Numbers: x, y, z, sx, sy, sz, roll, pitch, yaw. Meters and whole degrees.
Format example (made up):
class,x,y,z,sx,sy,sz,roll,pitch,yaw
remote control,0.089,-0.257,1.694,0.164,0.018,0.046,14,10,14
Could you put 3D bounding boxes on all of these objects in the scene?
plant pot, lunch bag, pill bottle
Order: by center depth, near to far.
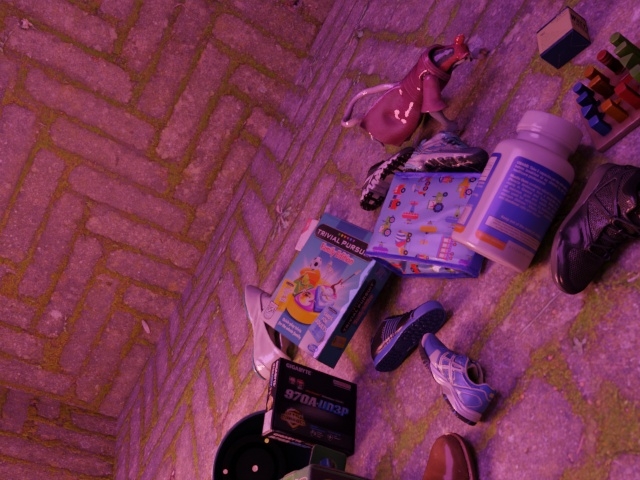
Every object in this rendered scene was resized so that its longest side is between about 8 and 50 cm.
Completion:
class,x,y,z,sx,sy,sz,roll,pitch,yaw
pill bottle,0.368,-0.092,1.085,0.272,0.152,0.152,-63,24,4
lunch bag,0.268,-0.036,1.298,0.293,0.138,0.221,2,67,55
plant pot,-0.139,0.556,1.430,0.255,0.271,0.272,130,157,-66

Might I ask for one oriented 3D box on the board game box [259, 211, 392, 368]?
class,x,y,z,sx,sy,sz,roll,pitch,yaw
board game box,0.021,0.116,1.506,0.253,0.079,0.336,26,82,46

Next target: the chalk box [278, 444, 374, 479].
class,x,y,z,sx,sy,sz,roll,pitch,yaw
chalk box,0.002,0.571,1.192,0.179,0.180,0.289,-43,31,41

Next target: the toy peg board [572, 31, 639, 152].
class,x,y,z,sx,sy,sz,roll,pitch,yaw
toy peg board,0.514,-0.273,1.039,0.160,0.079,0.161,-45,31,39

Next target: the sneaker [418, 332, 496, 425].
class,x,y,z,sx,sy,sz,roll,pitch,yaw
sneaker,0.257,0.244,1.107,0.081,0.080,0.211,-51,36,16

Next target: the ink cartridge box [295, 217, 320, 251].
class,x,y,z,sx,sy,sz,roll,pitch,yaw
ink cartridge box,0.000,0.000,1.874,0.116,0.067,0.198,-67,24,-3

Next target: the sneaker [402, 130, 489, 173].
class,x,y,z,sx,sy,sz,roll,pitch,yaw
sneaker,0.298,-0.211,1.401,0.122,0.110,0.283,-65,23,-8

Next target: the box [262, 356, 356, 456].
class,x,y,z,sx,sy,sz,roll,pitch,yaw
box,-0.020,0.388,1.358,0.051,0.220,0.175,-41,33,43

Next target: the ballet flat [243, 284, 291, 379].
class,x,y,z,sx,sy,sz,roll,pitch,yaw
ballet flat,-0.160,0.271,1.912,0.139,0.139,0.400,-53,31,26

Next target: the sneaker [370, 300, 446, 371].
class,x,y,z,sx,sy,sz,roll,pitch,yaw
sneaker,0.181,0.191,1.294,0.232,0.081,0.091,-51,35,33

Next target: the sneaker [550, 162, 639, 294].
class,x,y,z,sx,sy,sz,roll,pitch,yaw
sneaker,0.450,-0.015,0.918,0.228,0.087,0.130,-60,17,0

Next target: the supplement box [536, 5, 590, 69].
class,x,y,z,sx,sy,sz,roll,pitch,yaw
supplement box,0.505,-0.422,1.228,0.083,0.056,0.083,-38,36,47

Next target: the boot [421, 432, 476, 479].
class,x,y,z,sx,sy,sz,roll,pitch,yaw
boot,0.181,0.471,0.991,0.112,0.115,0.306,-25,45,59

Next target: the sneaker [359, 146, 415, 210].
class,x,y,z,sx,sy,sz,roll,pitch,yaw
sneaker,0.183,-0.193,1.660,0.234,0.078,0.106,-50,31,37

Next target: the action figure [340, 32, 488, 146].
class,x,y,z,sx,sy,sz,roll,pitch,yaw
action figure,0.256,-0.409,1.504,0.370,0.275,0.248,128,163,-60
